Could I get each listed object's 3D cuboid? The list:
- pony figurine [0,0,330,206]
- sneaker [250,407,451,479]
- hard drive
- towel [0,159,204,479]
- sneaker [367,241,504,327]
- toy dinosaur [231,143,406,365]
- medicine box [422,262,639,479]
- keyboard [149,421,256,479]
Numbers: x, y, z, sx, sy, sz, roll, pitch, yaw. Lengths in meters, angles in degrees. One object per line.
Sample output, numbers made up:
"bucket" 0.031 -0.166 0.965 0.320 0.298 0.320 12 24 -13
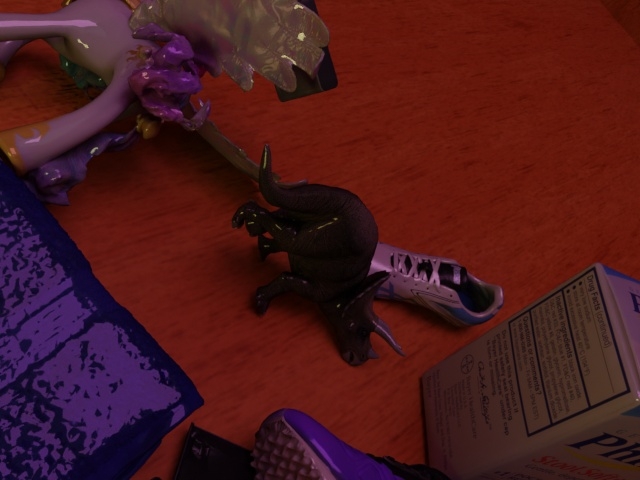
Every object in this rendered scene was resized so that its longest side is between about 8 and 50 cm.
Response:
"pony figurine" -0.187 -0.183 0.692 0.363 0.303 0.351 -36 74 -30
"sneaker" 0.061 0.260 0.638 0.293 0.102 0.146 49 41 -2
"hard drive" -0.028 -0.202 0.703 0.022 0.135 0.094 -22 104 -18
"towel" -0.272 0.090 0.511 0.227 0.076 0.308 -39 87 -28
"sneaker" 0.132 0.045 0.847 0.237 0.086 0.085 21 51 -20
"toy dinosaur" 0.000 0.000 0.702 0.160 0.314 0.121 -5 42 6
"medicine box" 0.302 0.188 0.715 0.263 0.289 0.149 20 49 -22
"keyboard" -0.120 0.250 0.565 0.108 0.023 0.180 32 45 -21
